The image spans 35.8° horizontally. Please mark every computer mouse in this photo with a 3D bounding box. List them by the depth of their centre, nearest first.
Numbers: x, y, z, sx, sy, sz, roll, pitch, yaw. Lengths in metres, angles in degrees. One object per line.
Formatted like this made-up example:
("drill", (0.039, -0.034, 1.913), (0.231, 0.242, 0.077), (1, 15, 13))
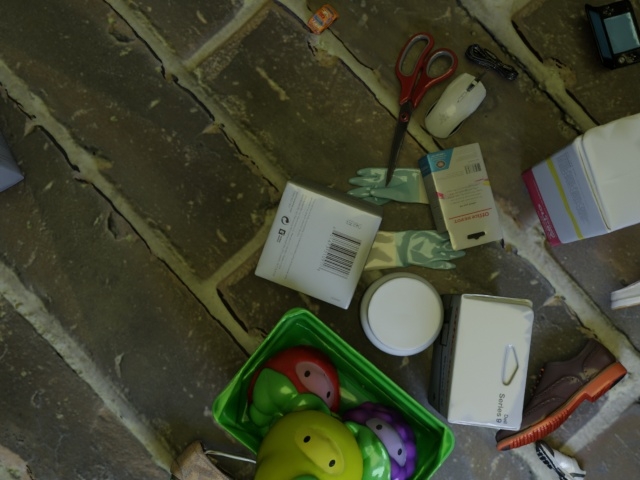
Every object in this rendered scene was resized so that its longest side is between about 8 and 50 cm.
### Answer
("computer mouse", (0.271, -0.271, 1.840), (0.106, 0.042, 0.193), (39, 87, 2))

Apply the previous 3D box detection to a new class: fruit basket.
("fruit basket", (0.009, 0.323, 1.643), (0.392, 0.392, 0.283), (39, 87, 3))

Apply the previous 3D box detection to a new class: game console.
("game console", (0.547, -0.385, 1.832), (0.107, 0.071, 0.122), (-15, 87, -1))

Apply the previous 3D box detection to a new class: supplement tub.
("supplement tub", (0.139, 0.128, 1.735), (0.144, 0.200, 0.144), (0, 86, 0))

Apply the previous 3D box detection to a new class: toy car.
("toy car", (-0.012, -0.451, 1.854), (0.060, 0.040, 0.122), (-25, 87, -1))

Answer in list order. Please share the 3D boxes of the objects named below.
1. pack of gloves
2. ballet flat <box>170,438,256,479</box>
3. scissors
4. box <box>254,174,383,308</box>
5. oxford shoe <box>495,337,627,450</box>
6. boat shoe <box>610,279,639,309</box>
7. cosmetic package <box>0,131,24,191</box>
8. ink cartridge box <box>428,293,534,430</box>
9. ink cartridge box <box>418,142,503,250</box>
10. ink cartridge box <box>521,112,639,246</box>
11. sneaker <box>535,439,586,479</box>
("pack of gloves", (0.160, -0.042, 1.825), (0.232, 0.046, 0.195), (-2, 85, 0))
("ballet flat", (-0.116, 0.455, 1.766), (0.316, 0.107, 0.106), (30, 80, 1))
("scissors", (0.152, -0.247, 1.837), (0.109, 0.021, 0.297), (28, 85, 14))
("box", (0.000, 0.000, 1.767), (0.182, 0.119, 0.181), (21, 100, 2))
("oxford shoe", (0.416, 0.281, 1.791), (0.271, 0.097, 0.098), (-33, 67, -6))
("boat shoe", (0.637, 0.045, 1.795), (0.277, 0.098, 0.096), (-22, 86, -10))
("cosmetic package", (-0.696, -0.249, 1.767), (0.155, 0.197, 0.366), (-29, 85, -1))
("ink cartridge box", (0.265, 0.196, 1.686), (0.121, 0.289, 0.211), (6, 86, 0))
("ink cartridge box", (0.254, -0.076, 1.799), (0.104, 0.061, 0.181), (-14, 86, -12))
("ink cartridge box", (0.527, -0.114, 1.657), (0.279, 0.385, 0.160), (-19, 86, -1))
("sneaker", (0.436, 0.401, 1.802), (0.044, 0.040, 0.109), (-43, 91, -19))
